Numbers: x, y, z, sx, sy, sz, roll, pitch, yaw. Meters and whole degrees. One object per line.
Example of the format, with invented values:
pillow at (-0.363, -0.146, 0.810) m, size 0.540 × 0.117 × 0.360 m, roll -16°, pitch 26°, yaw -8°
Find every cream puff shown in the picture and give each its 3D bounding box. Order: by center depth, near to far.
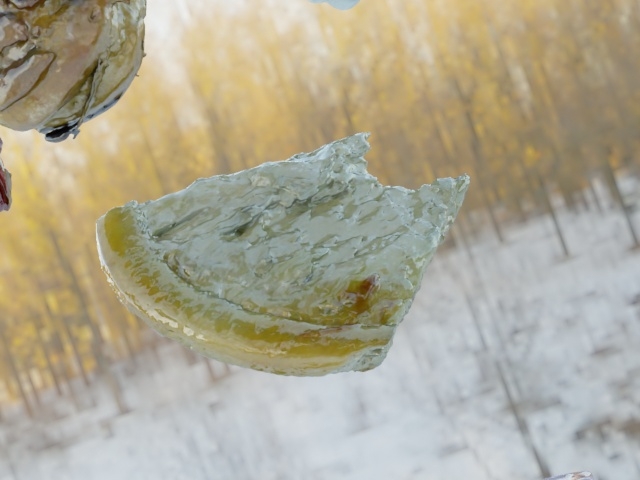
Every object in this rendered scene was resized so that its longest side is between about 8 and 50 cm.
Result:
cream puff at (-0.170, -0.124, 1.100) m, size 0.133 × 0.119 × 0.104 m, roll 19°, pitch 1°, yaw 33°

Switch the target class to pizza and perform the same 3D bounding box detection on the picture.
pizza at (0.000, 0.000, 1.117) m, size 0.262 × 0.181 × 0.034 m, roll -29°, pitch -34°, yaw -38°

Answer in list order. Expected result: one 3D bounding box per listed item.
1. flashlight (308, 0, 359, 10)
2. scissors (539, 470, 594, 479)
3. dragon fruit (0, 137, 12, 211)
flashlight at (0.045, -0.286, 1.750) m, size 0.200 × 0.093 × 0.047 m, roll -38°, pitch -4°, yaw -34°
scissors at (0.050, 0.149, 0.956) m, size 0.110 × 0.021 × 0.212 m, roll -15°, pitch -4°, yaw -38°
dragon fruit at (-0.247, -0.063, 1.256) m, size 0.097 × 0.063 × 0.131 m, roll 3°, pitch 14°, yaw 3°
